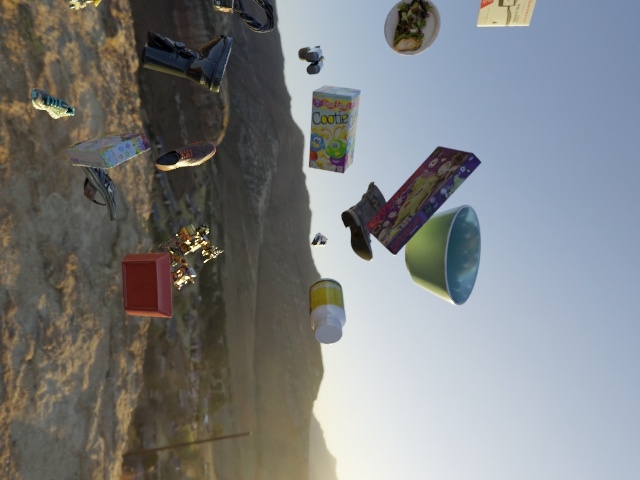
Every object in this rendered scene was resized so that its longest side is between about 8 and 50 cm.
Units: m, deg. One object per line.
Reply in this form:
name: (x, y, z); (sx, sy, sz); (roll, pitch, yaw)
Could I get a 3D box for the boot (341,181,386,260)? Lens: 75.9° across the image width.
boot: (0.204, -0.076, 1.638); (0.091, 0.229, 0.262); (5, -54, 45)

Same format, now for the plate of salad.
plate of salad: (0.325, -0.767, 1.463); (0.048, 0.200, 0.199); (-24, 106, -70)

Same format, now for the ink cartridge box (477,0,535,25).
ink cartridge box: (0.549, -0.699, 1.206); (0.109, 0.151, 0.063); (77, 24, -55)

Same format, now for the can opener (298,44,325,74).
can opener: (-0.030, -0.602, 1.373); (0.280, 0.093, 0.074); (-90, 172, -61)

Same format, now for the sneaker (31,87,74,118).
sneaker: (-0.862, -0.445, 1.327); (0.166, 0.076, 0.064); (-176, -94, -87)

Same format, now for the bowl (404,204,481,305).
bowl: (0.379, 0.042, 1.300); (0.312, 0.163, 0.310); (-6, 98, -52)

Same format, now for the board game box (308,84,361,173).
board game box: (0.051, -0.406, 1.502); (0.144, 0.142, 0.274); (-57, 156, -56)

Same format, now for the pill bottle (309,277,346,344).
pill bottle: (0.012, 0.125, 0.728); (0.116, 0.065, 0.065); (-94, 179, -58)

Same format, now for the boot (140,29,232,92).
boot: (-0.354, -0.512, 1.101); (0.094, 0.208, 0.246); (126, -27, -45)

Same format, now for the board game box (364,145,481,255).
board game box: (0.287, -0.127, 1.212); (0.056, 0.346, 0.208); (40, 6, -16)

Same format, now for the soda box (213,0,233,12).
soda box: (-0.301, -0.820, 1.295); (0.053, 0.060, 0.168); (-121, -143, -72)

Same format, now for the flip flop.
flip flop: (-0.713, -0.177, 1.287); (0.276, 0.080, 0.112); (83, -13, -47)

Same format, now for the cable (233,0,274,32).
cable: (-0.233, -0.816, 1.451); (0.184, 0.047, 0.150); (39, 54, -37)

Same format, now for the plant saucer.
plant saucer: (-0.713, 0.180, 1.659); (0.048, 0.259, 0.258); (-1, 89, -63)

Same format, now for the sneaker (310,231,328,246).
sneaker: (0.000, 0.000, 1.322); (0.040, 0.044, 0.109); (-60, 175, 16)

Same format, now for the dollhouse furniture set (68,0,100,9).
dollhouse furniture set: (-0.857, -0.978, 1.459); (0.286, 0.198, 0.303); (28, -37, 58)

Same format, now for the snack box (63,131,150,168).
snack box: (-0.430, -0.184, 0.827); (0.100, 0.141, 0.037); (-47, 135, -40)

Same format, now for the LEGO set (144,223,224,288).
LEGO set: (-0.622, 0.090, 1.875); (0.192, 0.332, 0.255); (57, -5, 10)

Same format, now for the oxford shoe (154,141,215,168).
oxford shoe: (-0.597, -0.373, 1.821); (0.098, 0.272, 0.096); (-151, -140, -74)
